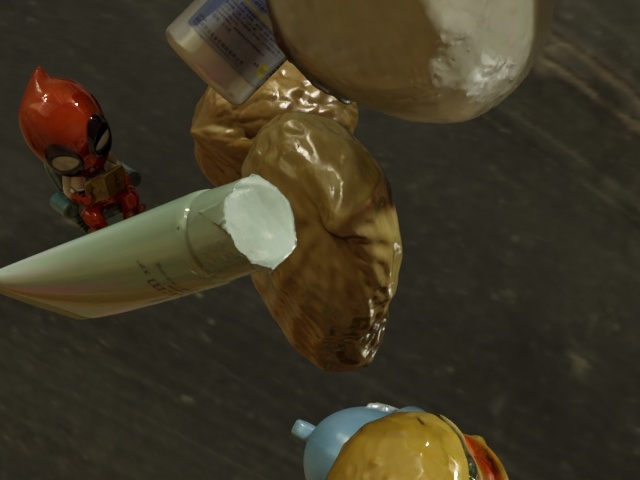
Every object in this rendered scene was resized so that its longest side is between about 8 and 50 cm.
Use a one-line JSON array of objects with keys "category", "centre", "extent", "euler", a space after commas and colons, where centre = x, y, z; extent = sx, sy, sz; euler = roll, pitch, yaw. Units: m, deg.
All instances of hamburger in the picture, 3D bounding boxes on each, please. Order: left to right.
[{"category": "hamburger", "centre": [0.073, 0.217, 1.513], "extent": [0.115, 0.162, 0.162], "euler": [28, 87, -39]}]

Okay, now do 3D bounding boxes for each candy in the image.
[{"category": "candy", "centre": [0.067, -0.284, 1.442], "extent": [0.186, 0.427, 0.386], "euler": [-21, 96, 22]}]

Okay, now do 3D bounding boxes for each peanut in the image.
[{"category": "peanut", "centre": [0.000, 0.000, 1.527], "extent": [0.110, 0.233, 0.196], "euler": [-22, 75, -10]}]

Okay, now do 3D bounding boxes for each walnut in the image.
[{"category": "walnut", "centre": [-0.053, -0.115, 2.010], "extent": [0.184, 0.155, 0.155], "euler": [-3, 101, -32]}]

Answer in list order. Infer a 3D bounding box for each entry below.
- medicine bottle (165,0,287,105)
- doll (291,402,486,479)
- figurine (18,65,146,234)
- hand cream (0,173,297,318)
[{"category": "medicine bottle", "centre": [-0.049, -0.224, 1.789], "extent": [0.187, 0.103, 0.103], "euler": [-44, 115, 5]}, {"category": "doll", "centre": [0.107, 0.245, 1.882], "extent": [0.141, 0.314, 0.177], "euler": [-67, 158, -2]}, {"category": "figurine", "centre": [-0.177, -0.064, 1.405], "extent": [0.068, 0.075, 0.140], "euler": [-31, 124, -15]}, {"category": "hand cream", "centre": [-0.098, 0.012, 1.016], "extent": [0.078, 0.205, 0.049], "euler": [20, 64, -39]}]
